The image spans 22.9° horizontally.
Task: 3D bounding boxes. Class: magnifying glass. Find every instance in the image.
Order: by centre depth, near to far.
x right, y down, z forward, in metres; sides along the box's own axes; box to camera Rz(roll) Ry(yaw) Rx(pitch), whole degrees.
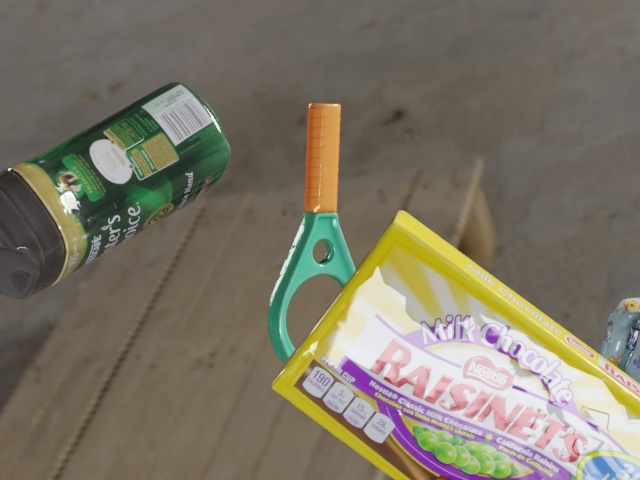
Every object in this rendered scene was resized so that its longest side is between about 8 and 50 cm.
[{"bbox_3d":[0.000,0.000,1.336,0.092,0.231,0.026,-2,6,-36],"label":"magnifying glass"}]

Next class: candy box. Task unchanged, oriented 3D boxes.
[{"bbox_3d":[0.088,0.087,0.732,0.105,0.206,0.027,-54,-2,16],"label":"candy box"}]

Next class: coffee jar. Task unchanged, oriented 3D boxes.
[{"bbox_3d":[-0.157,-0.034,1.101,0.184,0.079,0.096,-32,-9,-30],"label":"coffee jar"}]

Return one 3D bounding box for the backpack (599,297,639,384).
[{"bbox_3d":[0.362,0.149,1.616,0.144,0.188,0.166,17,11,41],"label":"backpack"}]
